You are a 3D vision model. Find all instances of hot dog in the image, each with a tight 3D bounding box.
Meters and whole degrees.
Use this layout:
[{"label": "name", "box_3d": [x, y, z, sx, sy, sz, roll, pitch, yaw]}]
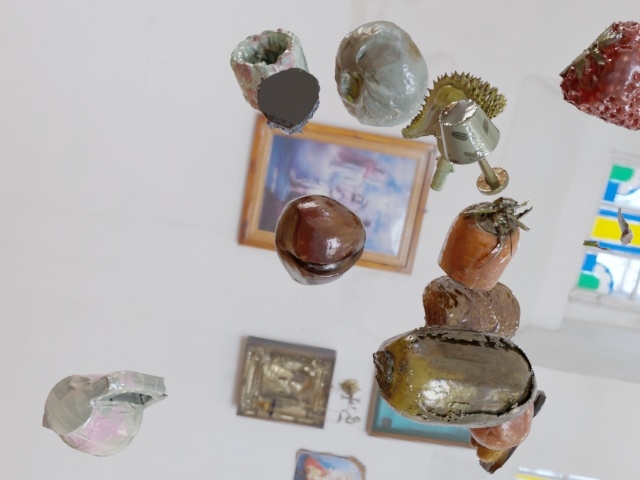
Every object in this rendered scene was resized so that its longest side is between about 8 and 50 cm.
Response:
[{"label": "hot dog", "box_3d": [0.470, 0.237, 2.123, 0.174, 0.388, 0.266, -10, -98, 54]}, {"label": "hot dog", "box_3d": [0.577, 0.590, 2.150, 0.326, 0.107, 0.194, -60, -176, 1]}]

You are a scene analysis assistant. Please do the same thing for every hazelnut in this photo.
[{"label": "hazelnut", "box_3d": [0.000, 0.000, 1.288, 0.204, 0.178, 0.178, 95, 3, -48]}]

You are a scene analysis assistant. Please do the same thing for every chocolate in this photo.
[{"label": "chocolate", "box_3d": [-0.075, -0.298, 1.436, 0.126, 0.148, 0.343, -47, -172, 1]}]

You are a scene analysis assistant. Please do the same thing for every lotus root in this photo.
[{"label": "lotus root", "box_3d": [0.281, 0.274, 1.332, 0.179, 0.398, 0.195, -24, -119, 59]}]

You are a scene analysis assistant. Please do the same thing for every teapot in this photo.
[{"label": "teapot", "box_3d": [-0.443, 0.348, 1.351, 0.178, 0.222, 0.163, 56, 33, -62]}]

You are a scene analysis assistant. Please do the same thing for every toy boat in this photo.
[{"label": "toy boat", "box_3d": [0.916, -0.056, 2.019, 0.096, 0.034, 0.122, 63, 20, -60]}]

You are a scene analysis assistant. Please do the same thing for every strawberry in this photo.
[{"label": "strawberry", "box_3d": [0.976, -0.501, 2.139, 0.317, 0.345, 0.295, -45, -178, 5]}]

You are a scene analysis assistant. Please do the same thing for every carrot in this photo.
[{"label": "carrot", "box_3d": [0.450, 0.004, 1.866, 0.214, 0.193, 0.331, -42, 158, -49]}]

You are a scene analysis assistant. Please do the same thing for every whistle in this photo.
[{"label": "whistle", "box_3d": [0.402, -0.269, 2.088, 0.126, 0.067, 0.258, 48, -43, 35]}]

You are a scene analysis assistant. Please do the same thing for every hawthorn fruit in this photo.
[{"label": "hawthorn fruit", "box_3d": [0.425, 0.397, 1.608, 0.179, 0.179, 0.200, -81, 157, -46]}]

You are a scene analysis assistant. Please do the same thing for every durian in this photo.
[{"label": "durian", "box_3d": [0.337, -0.319, 1.655, 0.306, 0.172, 0.166, -7, -109, 50]}]

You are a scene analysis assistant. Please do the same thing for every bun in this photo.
[{"label": "bun", "box_3d": [0.181, -0.532, 2.161, 0.211, 0.362, 0.361, -19, 134, -40]}]

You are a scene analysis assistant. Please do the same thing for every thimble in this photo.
[{"label": "thimble", "box_3d": [-0.122, -0.425, 1.684, 0.211, 0.185, 0.149, -105, 176, -46]}]

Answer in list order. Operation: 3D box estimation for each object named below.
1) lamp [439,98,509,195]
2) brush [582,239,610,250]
[{"label": "lamp", "box_3d": [0.324, -0.191, 1.392, 0.214, 0.121, 0.121, 50, 36, -39]}, {"label": "brush", "box_3d": [0.773, 0.014, 1.855, 0.083, 0.019, 0.021, 18, -98, 56]}]
